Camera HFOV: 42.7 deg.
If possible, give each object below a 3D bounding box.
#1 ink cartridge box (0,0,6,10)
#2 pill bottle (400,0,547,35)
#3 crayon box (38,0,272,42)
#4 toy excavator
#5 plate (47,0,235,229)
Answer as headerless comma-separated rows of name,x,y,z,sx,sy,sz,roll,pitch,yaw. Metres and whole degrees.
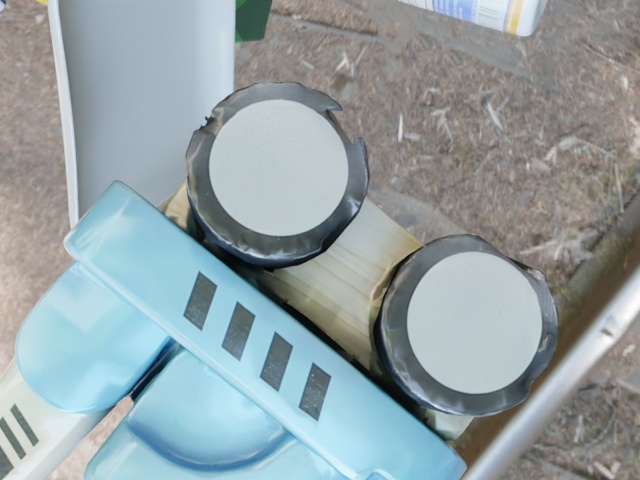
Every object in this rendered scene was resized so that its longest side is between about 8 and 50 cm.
ink cartridge box,-0.610,-0.374,0.961,0.270,0.151,0.395,-32,137,12
pill bottle,0.146,-0.354,0.982,0.272,0.152,0.152,21,121,14
crayon box,-0.219,-0.323,1.071,0.203,0.323,0.083,22,110,14
toy excavator,-0.141,0.103,0.532,0.433,0.222,0.445,38,79,-1
plate,-0.173,-0.163,0.820,0.045,0.278,0.277,19,126,20
